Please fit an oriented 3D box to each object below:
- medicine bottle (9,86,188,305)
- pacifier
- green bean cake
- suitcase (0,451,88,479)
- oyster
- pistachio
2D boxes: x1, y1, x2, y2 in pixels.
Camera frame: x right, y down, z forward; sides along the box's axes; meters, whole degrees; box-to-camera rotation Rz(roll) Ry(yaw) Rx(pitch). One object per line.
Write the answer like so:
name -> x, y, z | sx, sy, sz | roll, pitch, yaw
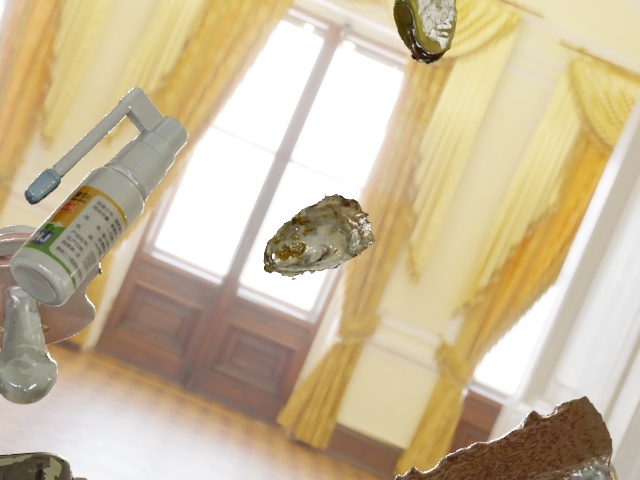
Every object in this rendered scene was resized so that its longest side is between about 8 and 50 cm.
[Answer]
medicine bottle -> -0.205, -0.046, 1.029 | 0.061, 0.221, 0.092 | -17, -61, 48
pacifier -> -0.458, 0.102, 1.718 | 0.273, 0.220, 0.332 | 43, -33, 14
green bean cake -> 0.123, 0.246, 0.888 | 0.232, 0.199, 0.097 | -12, 12, 4
suitcase -> -0.430, 0.367, 1.287 | 0.339, 0.194, 0.352 | -5, -31, -12
oyster -> -0.008, 0.002, 1.665 | 0.105, 0.177, 0.056 | 51, 10, -11
pistachio -> 0.143, -0.332, 1.560 | 0.089, 0.173, 0.049 | 3, 7, -15
